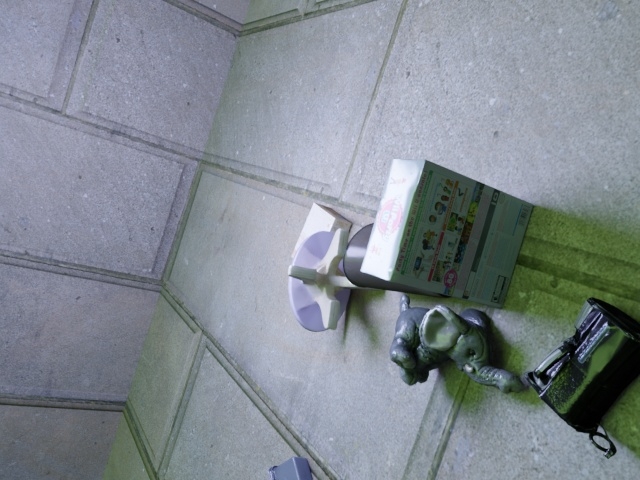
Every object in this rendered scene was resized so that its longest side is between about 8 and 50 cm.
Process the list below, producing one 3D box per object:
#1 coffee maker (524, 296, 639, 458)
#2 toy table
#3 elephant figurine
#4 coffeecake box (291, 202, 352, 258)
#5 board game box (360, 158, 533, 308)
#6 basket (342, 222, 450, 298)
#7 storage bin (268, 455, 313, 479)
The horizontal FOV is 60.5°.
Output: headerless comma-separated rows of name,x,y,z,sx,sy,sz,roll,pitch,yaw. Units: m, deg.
coffee maker,0.446,0.206,0.864,0.171,0.120,0.178,42,115,29
toy table,0.019,0.100,1.435,0.161,0.252,0.274,155,113,-69
elephant figurine,0.272,0.201,1.103,0.239,0.186,0.169,-23,15,39
coffeecake box,0.000,0.000,1.641,0.142,0.068,0.185,41,111,55
board game box,0.249,-0.007,1.054,0.097,0.303,0.224,17,91,57
basket,0.201,0.047,1.237,0.227,0.204,0.154,10,112,47
storage bin,-0.074,0.648,1.465,0.091,0.098,0.135,-46,41,21
